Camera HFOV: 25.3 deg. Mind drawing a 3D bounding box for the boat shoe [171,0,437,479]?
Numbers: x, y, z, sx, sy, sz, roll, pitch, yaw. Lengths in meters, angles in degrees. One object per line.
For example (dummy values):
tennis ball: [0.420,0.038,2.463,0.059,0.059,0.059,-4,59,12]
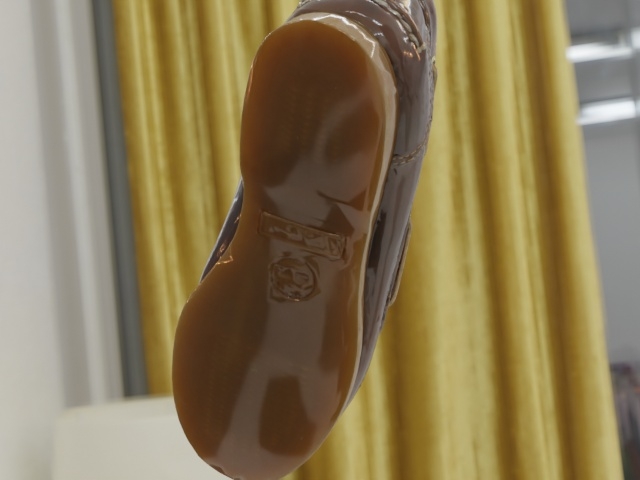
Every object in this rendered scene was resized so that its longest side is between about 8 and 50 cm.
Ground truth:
boat shoe: [0.000,0.000,0.527,0.073,0.207,0.073,27,35,11]
